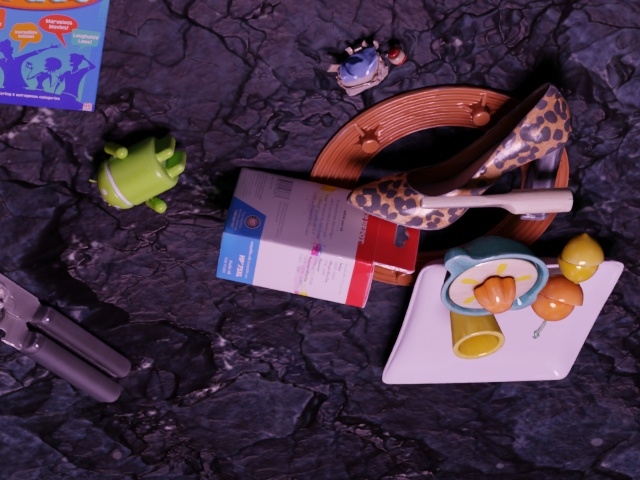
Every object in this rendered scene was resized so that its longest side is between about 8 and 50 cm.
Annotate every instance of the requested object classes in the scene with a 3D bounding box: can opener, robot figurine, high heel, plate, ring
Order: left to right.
[{"bbox_3d":[-0.378,0.123,2.016,0.095,0.076,0.283,-5,146,43],"label":"can opener"},{"bbox_3d":[-0.217,-0.081,1.832,0.115,0.067,0.101,-25,122,15],"label":"robot figurine"},{"bbox_3d":[0.150,-0.056,1.941,0.337,0.032,0.336,-5,134,-5],"label":"ring"},{"bbox_3d":[0.165,-0.109,1.820,0.261,0.093,0.186,-2,127,-10],"label":"high heel"},{"bbox_3d":[0.237,0.101,2.073,0.278,0.045,0.277,-1,143,-13],"label":"plate"}]

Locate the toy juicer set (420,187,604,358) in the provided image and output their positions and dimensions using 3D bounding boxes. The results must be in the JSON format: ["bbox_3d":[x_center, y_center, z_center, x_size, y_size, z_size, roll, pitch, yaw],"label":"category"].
[{"bbox_3d":[0.246,0.038,1.866,0.209,0.089,0.329,-14,146,3],"label":"toy juicer set"}]

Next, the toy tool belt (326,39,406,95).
[{"bbox_3d":[0.053,-0.206,1.768,0.083,0.052,0.051,-30,139,18],"label":"toy tool belt"}]

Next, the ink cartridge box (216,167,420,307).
[{"bbox_3d":[0.000,0.000,1.863,0.231,0.134,0.078,12,130,0],"label":"ink cartridge box"}]

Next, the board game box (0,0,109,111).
[{"bbox_3d":[-0.315,-0.242,1.675,0.160,0.047,0.210,4,132,-13],"label":"board game box"}]
